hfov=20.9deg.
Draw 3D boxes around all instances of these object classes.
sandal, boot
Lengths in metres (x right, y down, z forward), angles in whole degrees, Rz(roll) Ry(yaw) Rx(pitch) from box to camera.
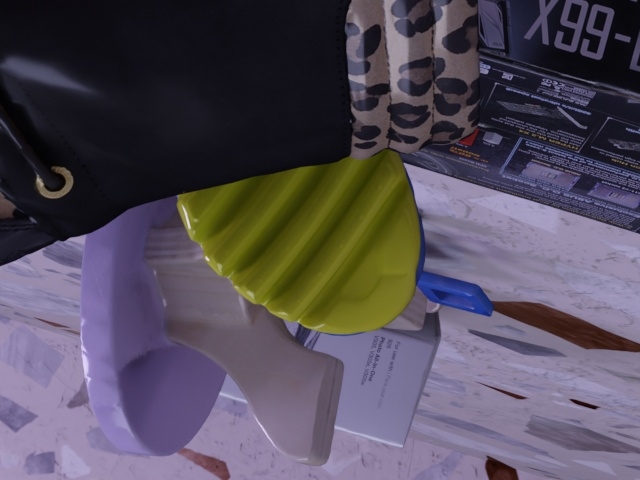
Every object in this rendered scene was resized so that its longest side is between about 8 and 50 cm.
[{"bbox_3d":[-0.058,-0.079,0.970,0.317,0.126,0.138,50,-178,5],"label":"sandal"},{"bbox_3d":[-0.092,-0.157,0.670,0.284,0.377,0.138,-11,-149,-3],"label":"boot"}]

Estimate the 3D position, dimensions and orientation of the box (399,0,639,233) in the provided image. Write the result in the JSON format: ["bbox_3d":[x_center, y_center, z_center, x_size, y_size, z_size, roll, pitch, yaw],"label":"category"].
[{"bbox_3d":[0.176,-0.068,0.940,0.307,0.076,0.242,17,169,2],"label":"box"}]

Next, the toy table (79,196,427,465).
[{"bbox_3d":[-0.048,0.014,1.178,0.161,0.274,0.252,2,178,28],"label":"toy table"}]

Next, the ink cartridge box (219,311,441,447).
[{"bbox_3d":[-0.031,0.100,1.780,0.289,0.121,0.211,16,-172,2],"label":"ink cartridge box"}]

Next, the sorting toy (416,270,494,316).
[{"bbox_3d":[0.000,0.000,1.594,0.348,0.047,0.196,9,163,38],"label":"sorting toy"}]
